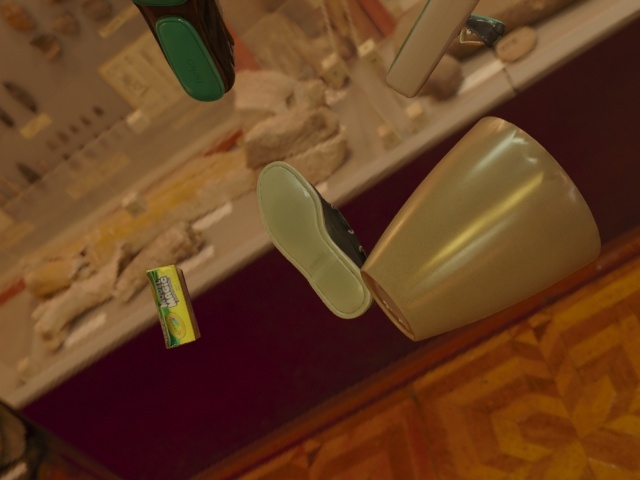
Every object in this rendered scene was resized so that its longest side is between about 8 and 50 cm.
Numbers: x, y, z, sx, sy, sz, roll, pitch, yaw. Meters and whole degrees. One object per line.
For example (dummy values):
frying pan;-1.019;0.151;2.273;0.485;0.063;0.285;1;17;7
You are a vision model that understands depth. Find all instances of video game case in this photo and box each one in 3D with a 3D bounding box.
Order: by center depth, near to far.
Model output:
video game case;0.116;-0.198;0.500;0.193;0.023;0.212;-57;-1;-29

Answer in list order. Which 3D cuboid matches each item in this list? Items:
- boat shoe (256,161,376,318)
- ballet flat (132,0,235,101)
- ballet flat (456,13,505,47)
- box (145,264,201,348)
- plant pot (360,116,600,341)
boat shoe;0.003;-0.002;1.791;0.127;0.113;0.340;-45;70;17
ballet flat;-0.158;-0.271;1.031;0.095;0.280;0.096;5;59;15
ballet flat;0.300;-0.452;1.999;0.074;0.074;0.203;-48;47;-6
box;-0.195;0.087;1.265;0.043;0.105;0.179;-16;-2;-4
plant pot;0.200;0.008;1.335;0.274;0.256;0.256;-37;34;-9
